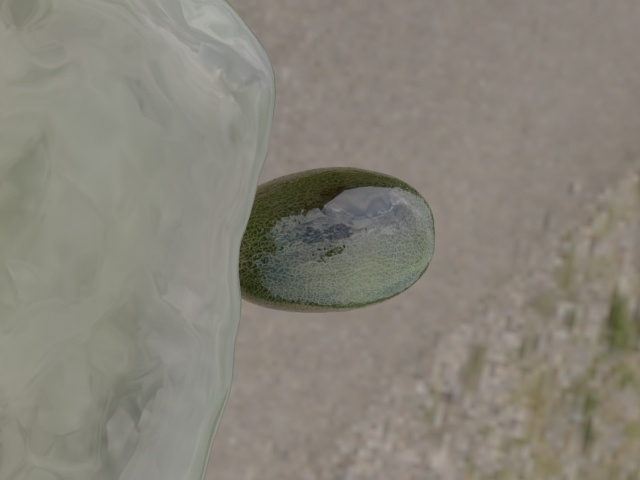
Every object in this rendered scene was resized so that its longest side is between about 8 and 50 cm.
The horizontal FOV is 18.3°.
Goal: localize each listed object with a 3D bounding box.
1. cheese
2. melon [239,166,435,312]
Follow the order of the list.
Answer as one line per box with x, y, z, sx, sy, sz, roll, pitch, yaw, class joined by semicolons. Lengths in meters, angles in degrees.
-0.152;0.039;0.412;0.326;0.115;0.318;-29;97;-18;cheese
0.000;0.000;1.336;0.162;0.099;0.099;-4;109;-22;melon
